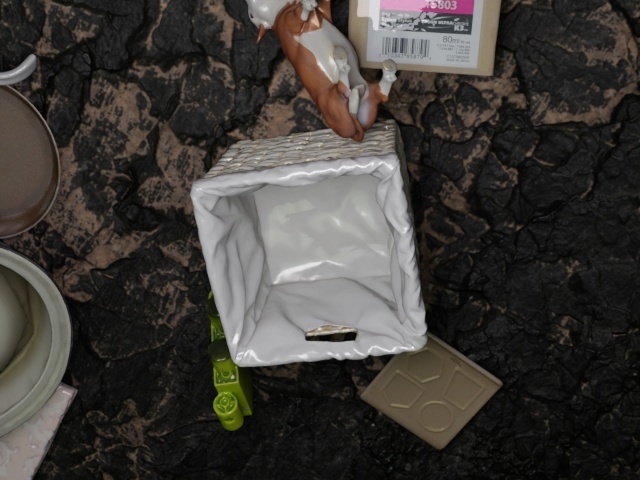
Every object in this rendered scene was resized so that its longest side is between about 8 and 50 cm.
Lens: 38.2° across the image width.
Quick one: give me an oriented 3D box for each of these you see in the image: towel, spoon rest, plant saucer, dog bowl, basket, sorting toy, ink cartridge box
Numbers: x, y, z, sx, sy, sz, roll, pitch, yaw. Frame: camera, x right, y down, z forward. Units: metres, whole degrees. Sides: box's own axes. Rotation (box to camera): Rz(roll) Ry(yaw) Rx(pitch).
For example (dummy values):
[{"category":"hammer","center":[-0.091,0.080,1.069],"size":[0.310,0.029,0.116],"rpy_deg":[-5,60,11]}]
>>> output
[{"category":"towel","center":[-0.692,0.365,1.840],"size":[0.317,0.053,0.332],"rpy_deg":[28,93,-4]},{"category":"spoon rest","center":[-0.616,-0.348,1.549],"size":[0.276,0.137,0.084],"rpy_deg":[32,72,-7]},{"category":"plant saucer","center":[-0.609,-0.154,1.664],"size":[0.310,0.050,0.311],"rpy_deg":[3,112,6]},{"category":"dog bowl","center":[-0.662,0.163,1.655],"size":[0.408,0.150,0.408],"rpy_deg":[-11,116,-24]},{"category":"basket","center":[0.000,0.000,1.523],"size":[0.328,0.266,0.331],"rpy_deg":[-7,110,11]},{"category":"sorting toy","center":[0.206,0.277,1.736],"size":[0.193,0.038,0.208],"rpy_deg":[34,117,-7]},{"category":"ink cartridge box","center":[0.164,-0.365,1.447],"size":[0.234,0.088,0.193],"rpy_deg":[4,114,7]}]

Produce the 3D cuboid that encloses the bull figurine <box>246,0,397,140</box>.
[{"category":"bull figurine","center":[-0.003,-0.299,1.408],"size":[0.101,0.188,0.310],"rpy_deg":[-32,81,-22]}]

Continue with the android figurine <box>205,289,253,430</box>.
[{"category":"android figurine","center":[-0.163,0.213,1.655],"size":[0.056,0.248,0.273],"rpy_deg":[-7,150,-1]}]
